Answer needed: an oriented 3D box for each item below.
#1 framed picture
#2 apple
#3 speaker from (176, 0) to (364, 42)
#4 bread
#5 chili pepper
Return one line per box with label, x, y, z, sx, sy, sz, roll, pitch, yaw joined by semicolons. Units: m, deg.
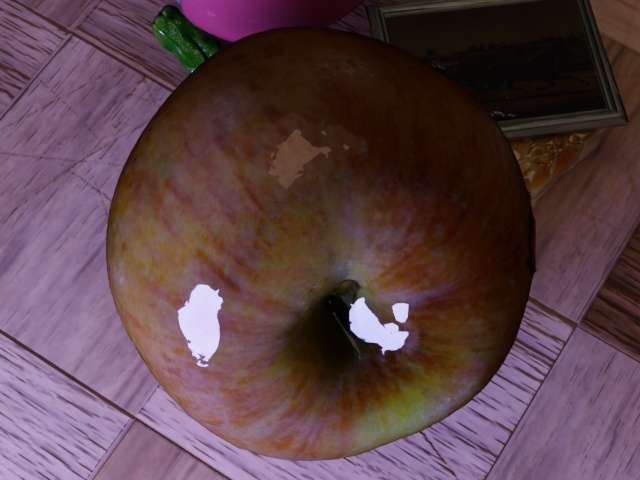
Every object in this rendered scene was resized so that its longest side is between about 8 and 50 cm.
framed picture;0.189;-0.195;1.352;0.252;0.014;0.197;-7;62;-5
apple;0.000;0.000;1.152;0.400;0.400;0.333;-11;29;-5
speaker;-0.066;-0.362;1.358;0.294;0.294;0.294;0;66;0
bread;0.202;-0.136;1.371;0.125;0.068;0.188;-42;73;-17
chili pepper;-0.135;-0.184;1.402;0.073;0.050;0.182;-14;70;-14
